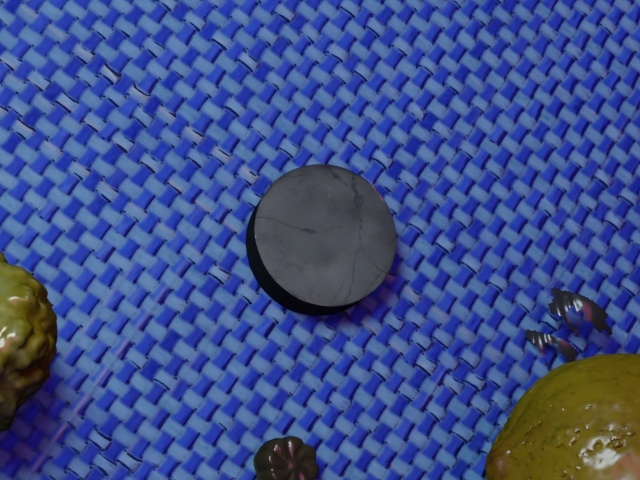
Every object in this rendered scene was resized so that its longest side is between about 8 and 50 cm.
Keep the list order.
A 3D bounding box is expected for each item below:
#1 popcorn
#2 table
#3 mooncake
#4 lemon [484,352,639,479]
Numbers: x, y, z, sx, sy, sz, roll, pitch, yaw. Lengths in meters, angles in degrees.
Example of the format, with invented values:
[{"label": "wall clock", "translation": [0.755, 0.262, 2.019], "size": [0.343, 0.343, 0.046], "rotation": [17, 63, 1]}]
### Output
[{"label": "popcorn", "translation": [-0.304, 0.071, 1.525], "size": [0.197, 0.197, 0.156], "rotation": [10, 79, -13]}, {"label": "table", "translation": [0.000, 0.000, 1.707], "size": [0.133, 0.043, 0.134], "rotation": [4, 73, -15]}, {"label": "mooncake", "translation": [0.100, 0.141, 1.694], "size": [0.347, 0.057, 0.150], "rotation": [-42, 101, -16]}, {"label": "lemon", "translation": [0.284, 0.228, 1.606], "size": [0.310, 0.258, 0.258], "rotation": [9, 72, -6]}]
